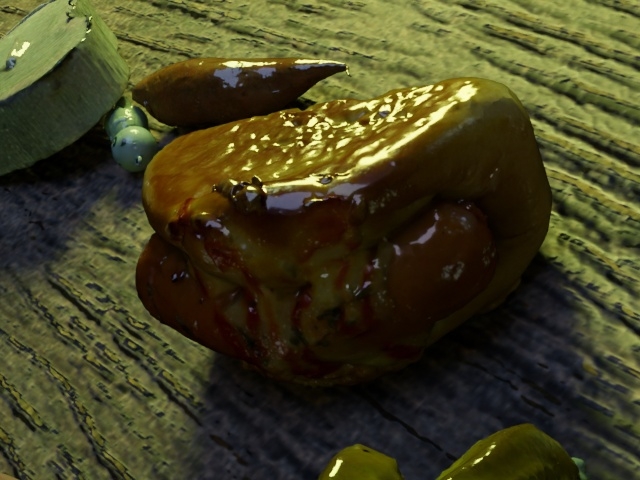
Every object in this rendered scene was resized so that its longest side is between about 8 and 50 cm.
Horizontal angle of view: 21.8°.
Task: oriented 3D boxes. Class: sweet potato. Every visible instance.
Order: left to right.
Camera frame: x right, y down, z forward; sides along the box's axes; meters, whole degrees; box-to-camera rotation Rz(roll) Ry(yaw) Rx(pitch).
[{"bbox_3d":[-0.060,-0.113,1.230,0.194,0.056,0.056,-3,45,28],"label":"sweet potato"}]

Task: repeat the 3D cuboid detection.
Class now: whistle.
[{"bbox_3d":[-0.146,-0.082,1.272,0.035,0.035,0.100,-30,34,4],"label":"whistle"}]

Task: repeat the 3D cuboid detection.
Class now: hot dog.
[{"bbox_3d":[0.000,0.000,0.974,0.256,0.150,0.153,-9,33,30],"label":"hot dog"}]

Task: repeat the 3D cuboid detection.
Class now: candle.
[{"bbox_3d":[-0.234,-0.120,1.336,0.168,0.068,0.192,-38,25,5],"label":"candle"}]

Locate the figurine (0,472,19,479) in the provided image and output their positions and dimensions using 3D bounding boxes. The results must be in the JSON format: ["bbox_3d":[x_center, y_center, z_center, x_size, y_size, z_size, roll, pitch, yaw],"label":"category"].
[{"bbox_3d":[-0.211,0.207,0.802,0.211,0.261,0.270,9,85,63],"label":"figurine"}]

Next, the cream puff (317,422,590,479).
[{"bbox_3d":[0.043,0.173,0.713,0.221,0.195,0.195,-27,36,15],"label":"cream puff"}]
